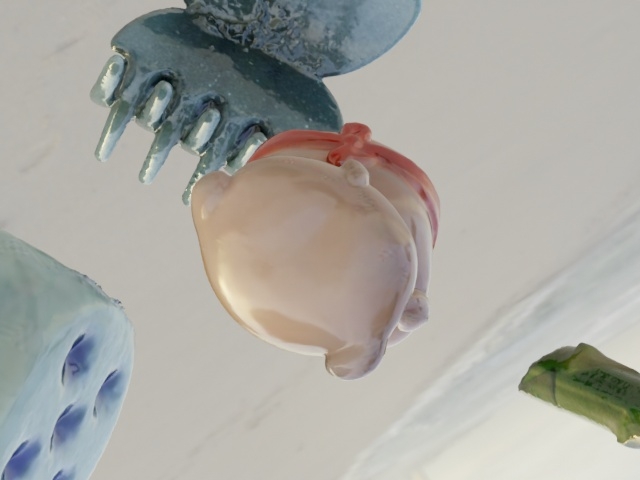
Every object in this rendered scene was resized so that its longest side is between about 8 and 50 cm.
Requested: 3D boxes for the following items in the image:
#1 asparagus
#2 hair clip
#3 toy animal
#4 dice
[{"bbox_3d":[0.329,0.175,1.166,0.085,0.082,0.343,-56,-151,-10],"label":"asparagus"},{"bbox_3d":[-0.109,-0.176,1.388,0.392,0.318,0.238,-48,-161,50],"label":"hair clip"},{"bbox_3d":[0.000,0.000,0.771,0.171,0.171,0.197,-35,-177,16],"label":"toy animal"},{"bbox_3d":[-0.359,0.136,1.110,0.264,0.268,0.262,81,32,-65],"label":"dice"}]
